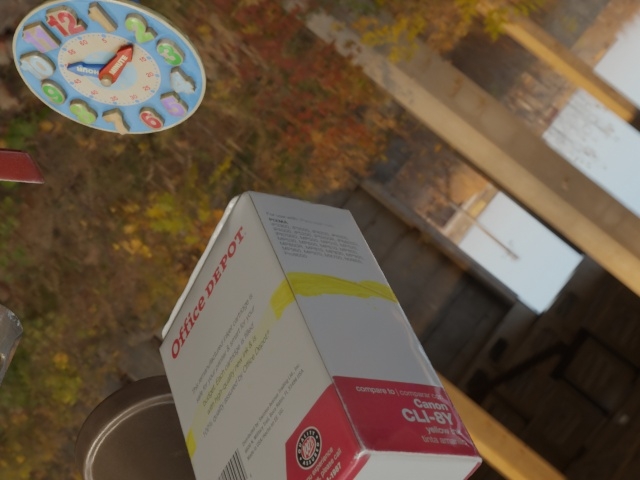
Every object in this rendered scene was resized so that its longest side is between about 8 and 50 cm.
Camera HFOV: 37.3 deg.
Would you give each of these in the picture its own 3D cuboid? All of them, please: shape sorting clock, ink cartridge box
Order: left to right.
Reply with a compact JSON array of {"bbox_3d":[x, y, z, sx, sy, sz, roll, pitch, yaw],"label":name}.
[{"bbox_3d":[-0.226,-0.182,1.015,0.206,0.206,0.040,125,-21,-50],"label":"shape sorting clock"},{"bbox_3d":[-0.026,0.171,1.067,0.160,0.384,0.279,10,127,-33],"label":"ink cartridge box"}]

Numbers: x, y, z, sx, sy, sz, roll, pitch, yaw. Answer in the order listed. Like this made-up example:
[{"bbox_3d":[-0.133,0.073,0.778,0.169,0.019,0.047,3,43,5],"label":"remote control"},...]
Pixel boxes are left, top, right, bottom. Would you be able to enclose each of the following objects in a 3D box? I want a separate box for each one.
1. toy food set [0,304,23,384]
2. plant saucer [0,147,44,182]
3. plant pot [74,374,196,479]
[{"bbox_3d":[-0.652,0.186,1.486,0.092,0.306,0.219,100,-1,-45],"label":"toy food set"},{"bbox_3d":[-0.573,-0.129,1.509,0.259,0.258,0.047,-157,-108,-72],"label":"plant saucer"},{"bbox_3d":[-0.269,0.406,1.661,0.263,0.229,0.263,-19,130,-24],"label":"plant pot"}]
